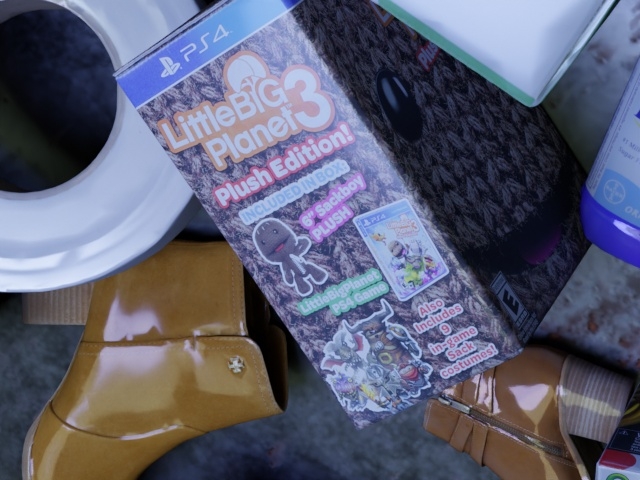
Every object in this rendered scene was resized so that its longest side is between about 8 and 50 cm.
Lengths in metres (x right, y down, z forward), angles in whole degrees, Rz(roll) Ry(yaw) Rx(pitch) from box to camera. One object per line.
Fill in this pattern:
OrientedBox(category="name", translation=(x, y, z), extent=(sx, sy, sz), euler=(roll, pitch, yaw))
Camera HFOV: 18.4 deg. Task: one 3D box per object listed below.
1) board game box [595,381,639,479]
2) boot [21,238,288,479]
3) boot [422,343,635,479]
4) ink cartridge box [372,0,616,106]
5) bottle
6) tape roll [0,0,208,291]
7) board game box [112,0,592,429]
OrientedBox(category="board game box", translation=(0.357, 0.149, 1.326), extent=(0.305, 0.193, 0.053), euler=(9, 118, 20))
OrientedBox(category="boot", translation=(-0.127, 0.144, 1.577), extent=(0.211, 0.104, 0.295), euler=(-1, 99, 21))
OrientedBox(category="boot", translation=(0.149, 0.167, 1.505), extent=(0.152, 0.073, 0.197), euler=(15, 108, 16))
OrientedBox(category="ink cartridge box", translation=(0.117, -0.232, 1.191), extent=(0.211, 0.289, 0.121), euler=(35, 126, 5))
OrientedBox(category="bottle", translation=(0.267, -0.108, 1.299), extent=(0.118, 0.092, 0.283), euler=(24, 122, 7))
OrientedBox(category="tape roll", translation=(-0.207, -0.105, 1.438), extent=(0.286, 0.100, 0.286), euler=(0, 91, 5))
OrientedBox(category="board game box", translation=(0.038, -0.063, 1.343), extent=(0.141, 0.232, 0.291), euler=(-29, 101, 32))
